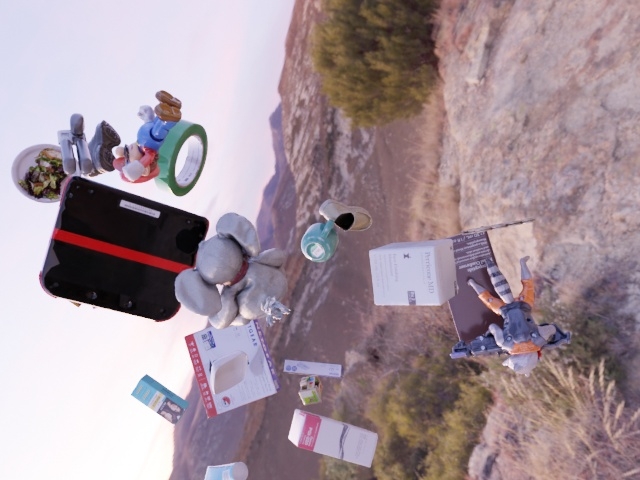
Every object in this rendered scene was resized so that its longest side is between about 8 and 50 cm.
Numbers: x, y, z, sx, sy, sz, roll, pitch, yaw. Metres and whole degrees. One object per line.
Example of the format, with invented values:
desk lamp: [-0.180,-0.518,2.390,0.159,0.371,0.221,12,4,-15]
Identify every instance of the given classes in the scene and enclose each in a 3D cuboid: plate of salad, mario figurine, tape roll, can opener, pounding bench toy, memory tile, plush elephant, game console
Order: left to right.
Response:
plate of salad: [-0.882,-0.219,1.529,0.048,0.199,0.200,-20,48,63]
can opener: [-0.668,-0.262,1.280,0.280,0.074,0.093,52,139,46]
game console: [-0.542,0.038,1.320,0.342,0.386,0.060,-69,20,7]
mario figurine: [-0.560,-0.311,1.471,0.321,0.170,0.198,-50,2,27]
tape roll: [-0.588,-0.348,2.016,0.321,0.077,0.322,19,-90,-83]
plush elephant: [-0.223,0.081,1.204,0.272,0.255,0.330,-47,19,-11]
pounding bench toy: [-0.031,0.410,1.343,0.065,0.052,0.083,-79,-29,-62]
memory tile: [0.422,-0.033,1.131,0.113,0.147,0.012,151,108,-83]

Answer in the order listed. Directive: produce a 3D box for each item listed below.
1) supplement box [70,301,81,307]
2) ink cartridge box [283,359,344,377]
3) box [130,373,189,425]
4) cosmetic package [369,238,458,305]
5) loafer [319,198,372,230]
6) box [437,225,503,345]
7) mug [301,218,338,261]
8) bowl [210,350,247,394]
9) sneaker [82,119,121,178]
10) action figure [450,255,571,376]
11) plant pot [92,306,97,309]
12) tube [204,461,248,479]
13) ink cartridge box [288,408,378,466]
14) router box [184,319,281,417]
supplement box: [-0.740,0.161,1.477,0.083,0.043,0.055,-53,18,-11]
ink cartridge box: [-0.022,0.470,1.731,0.097,0.206,0.046,64,-150,-68]
box: [-0.719,0.714,2.130,0.101,0.244,0.060,-56,-1,11]
cosmetic package: [0.249,0.084,1.259,0.151,0.183,0.152,-13,-84,-56]
loafer: [0.108,-0.079,1.831,0.102,0.268,0.092,-52,48,26]
box: [0.513,0.161,1.597,0.143,0.191,0.382,-5,-102,-77]
mug: [-0.008,0.003,1.745,0.097,0.129,0.158,-61,-33,-55]
bowl: [-0.327,0.455,1.668,0.142,0.053,0.142,-18,-51,-41]
sneaker: [-0.828,-0.342,1.760,0.109,0.130,0.287,55,-164,-43]
action figure: [0.521,0.236,1.385,0.178,0.341,0.331,46,-152,-51]
plant pot: [-0.758,0.117,1.888,0.267,0.235,0.268,-18,77,48]
tube: [-0.285,0.678,1.359,0.207,0.052,0.080,-34,30,40]
ink cartridge box: [0.033,0.558,1.348,0.158,0.217,0.092,132,155,-71]
router box: [-0.352,0.490,1.902,0.082,0.300,0.336,36,-147,-77]
